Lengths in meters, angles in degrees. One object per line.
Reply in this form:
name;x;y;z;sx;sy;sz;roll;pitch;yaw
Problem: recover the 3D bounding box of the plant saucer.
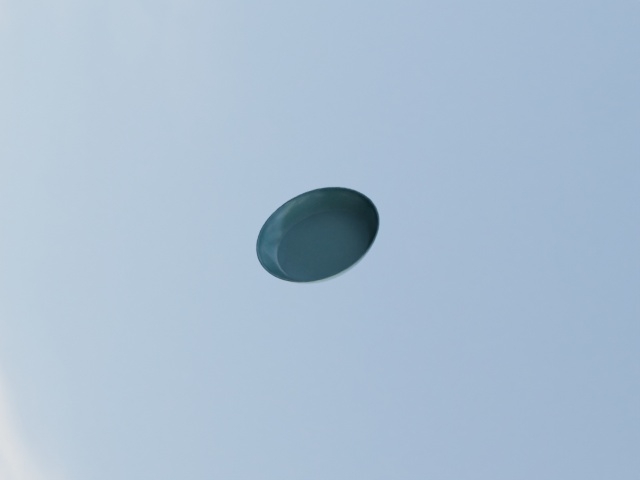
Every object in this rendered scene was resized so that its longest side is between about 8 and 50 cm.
plant saucer;0.000;0.000;1.568;0.119;0.119;0.021;-118;-177;-47
